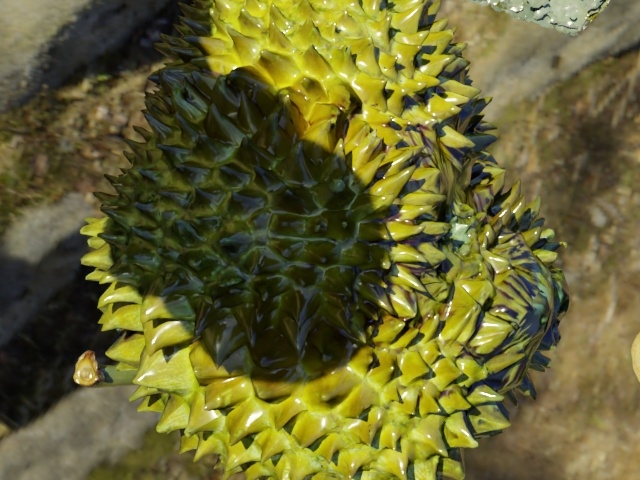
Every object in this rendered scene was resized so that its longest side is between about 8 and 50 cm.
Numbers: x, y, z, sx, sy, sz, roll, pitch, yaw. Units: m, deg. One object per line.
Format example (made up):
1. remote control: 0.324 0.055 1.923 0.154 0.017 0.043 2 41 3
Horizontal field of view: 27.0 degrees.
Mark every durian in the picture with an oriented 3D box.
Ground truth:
1. durian: -0.002 0.002 0.671 0.291 0.224 0.291 53 24 -37

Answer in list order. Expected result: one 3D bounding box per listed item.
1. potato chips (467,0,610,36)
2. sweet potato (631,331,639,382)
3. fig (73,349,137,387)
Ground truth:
1. potato chips: 0.077 -0.207 0.749 0.167 0.059 0.228 -27 121 12
2. sweet potato: 0.224 0.077 0.745 0.117 0.049 0.049 18 91 -34
3. fig: -0.080 0.078 1.121 0.259 0.151 0.151 -40 128 -47
